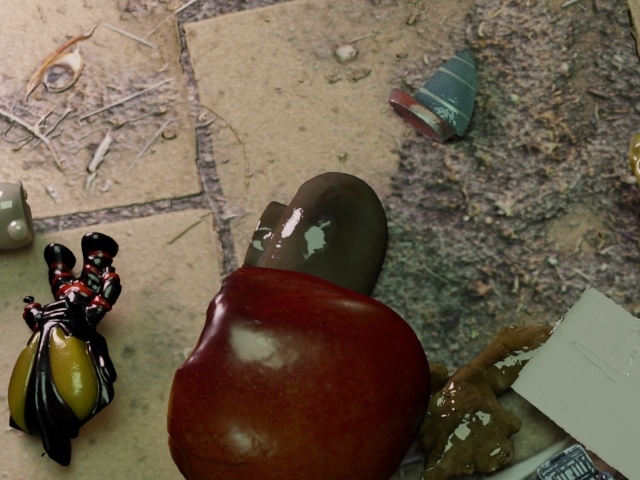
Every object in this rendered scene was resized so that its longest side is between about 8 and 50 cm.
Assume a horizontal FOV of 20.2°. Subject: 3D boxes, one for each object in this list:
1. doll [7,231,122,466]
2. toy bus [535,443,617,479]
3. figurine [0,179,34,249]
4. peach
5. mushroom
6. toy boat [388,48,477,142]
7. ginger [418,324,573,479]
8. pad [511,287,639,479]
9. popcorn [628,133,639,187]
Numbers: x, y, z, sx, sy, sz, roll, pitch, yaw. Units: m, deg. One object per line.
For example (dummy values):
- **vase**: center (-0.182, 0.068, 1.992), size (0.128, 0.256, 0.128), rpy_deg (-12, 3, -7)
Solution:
- **doll**: center (-0.264, 0.110, 1.847), size (0.088, 0.127, 0.249), rpy_deg (20, 59, -25)
- **toy bus**: center (0.279, 0.288, 1.713), size (0.064, 0.075, 0.190), rpy_deg (-30, 63, -12)
- **figurine**: center (-0.385, -0.013, 1.945), size (0.146, 0.081, 0.098), rpy_deg (-13, 16, 1)
- **peach**: center (-0.022, 0.138, 1.698), size (0.245, 0.275, 0.249), rpy_deg (-14, 64, 13)
- **mushroom**: center (0.000, 0.000, 1.889), size (0.141, 0.117, 0.188), rpy_deg (23, 58, 3)
- **toy boat**: center (0.146, -0.170, 2.018), size (0.096, 0.034, 0.122), rpy_deg (37, 66, 16)
- **ginger**: center (0.171, 0.163, 1.807), size (0.214, 0.059, 0.133), rpy_deg (-23, 53, -12)
- **pad**: center (0.320, 0.162, 1.795), size (0.232, 0.004, 0.156), rpy_deg (37, 64, 9)
- **popcorn**: center (0.432, -0.093, 1.862), size (0.225, 0.174, 0.286), rpy_deg (-13, 39, 21)
